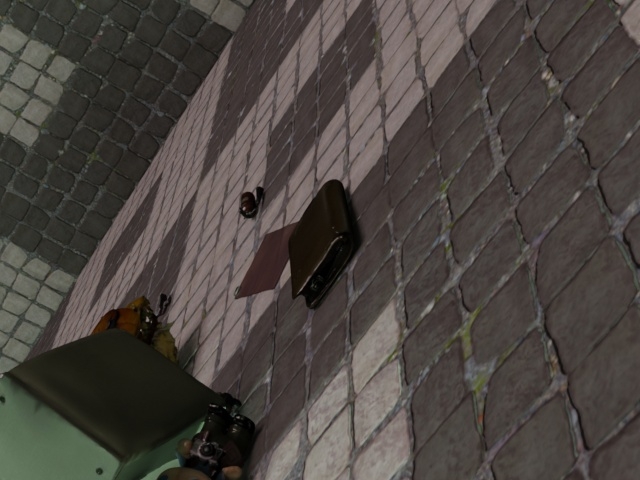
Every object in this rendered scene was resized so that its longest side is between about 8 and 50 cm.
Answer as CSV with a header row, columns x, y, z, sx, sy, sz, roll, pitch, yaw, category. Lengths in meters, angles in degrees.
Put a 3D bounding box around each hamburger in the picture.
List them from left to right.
x,y,z,sx,sy,sz,roll,pitch,yaw,category
-0.300,0.210,1.810,0.261,0.139,0.243,-55,18,21,hamburger

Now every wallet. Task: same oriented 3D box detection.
x,y,z,sx,sy,sz,roll,pitch,yaw,category
0.000,0.000,1.433,0.110,0.031,0.198,-56,15,17,wallet

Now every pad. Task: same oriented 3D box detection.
x,y,z,sx,sy,sz,roll,pitch,yaw,category
-0.074,0.027,1.674,0.113,0.006,0.188,-64,15,-16,pad

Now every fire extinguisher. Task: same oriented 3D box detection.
x,y,z,sx,sy,sz,roll,pitch,yaw,category
-0.110,-0.060,1.928,0.046,0.032,0.100,-23,21,4,fire extinguisher

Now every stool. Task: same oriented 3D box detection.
x,y,z,sx,sy,sz,roll,pitch,yaw,category
-0.276,0.267,1.347,0.269,0.170,0.243,-63,-16,17,stool

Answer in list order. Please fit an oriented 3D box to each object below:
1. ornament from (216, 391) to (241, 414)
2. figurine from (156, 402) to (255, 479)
x,y,z,sx,sy,sz,roll,pitch,yaw,category
-0.176,0.228,1.484,0.203,0.081,0.088,-44,25,44,ornament
-0.134,0.264,1.265,0.196,0.114,0.108,-57,-13,-33,figurine
